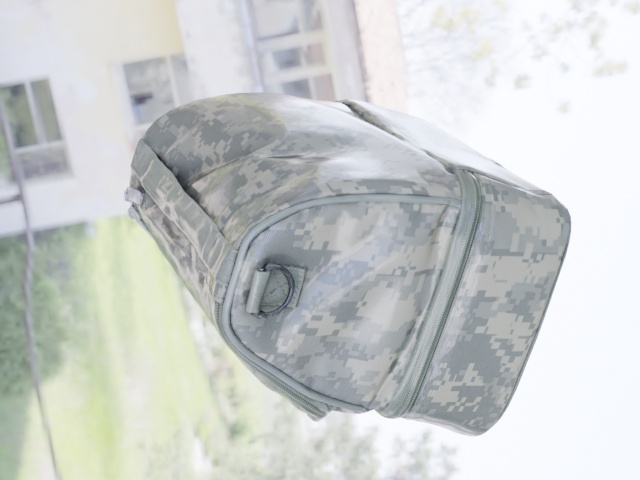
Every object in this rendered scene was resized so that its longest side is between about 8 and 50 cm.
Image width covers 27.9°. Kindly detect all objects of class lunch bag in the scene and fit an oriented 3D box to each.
[{"bbox_3d":[0.000,0.000,1.004,0.212,0.256,0.305,-69,-153,13],"label":"lunch bag"}]
